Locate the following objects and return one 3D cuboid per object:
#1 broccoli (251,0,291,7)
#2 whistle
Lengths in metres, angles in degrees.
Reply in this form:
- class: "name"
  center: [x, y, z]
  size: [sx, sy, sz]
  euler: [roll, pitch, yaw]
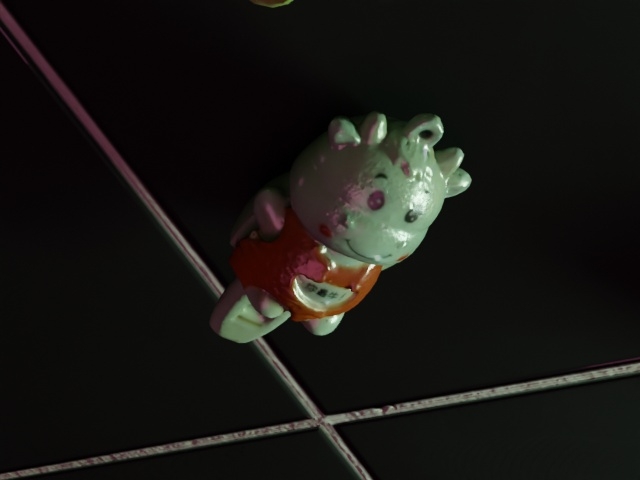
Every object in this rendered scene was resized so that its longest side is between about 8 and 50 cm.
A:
- class: "broccoli"
  center: [-0.026, -0.174, 0.430]
  size: [0.288, 0.245, 0.248]
  euler: [13, 144, 10]
- class: "whistle"
  center: [-0.001, -0.002, 0.692]
  size: [0.102, 0.106, 0.253]
  euler: [44, 131, -4]
